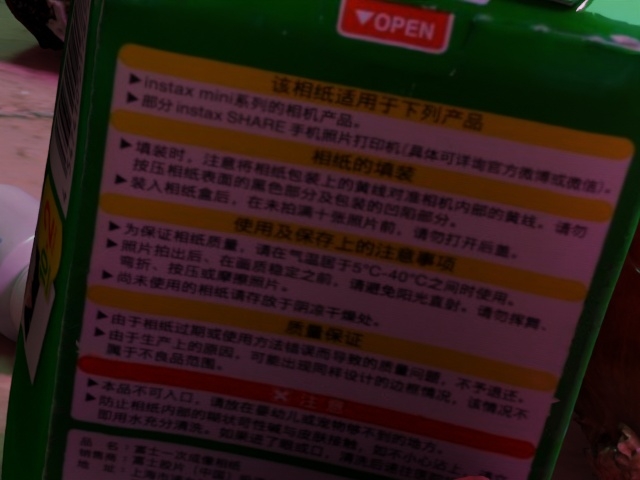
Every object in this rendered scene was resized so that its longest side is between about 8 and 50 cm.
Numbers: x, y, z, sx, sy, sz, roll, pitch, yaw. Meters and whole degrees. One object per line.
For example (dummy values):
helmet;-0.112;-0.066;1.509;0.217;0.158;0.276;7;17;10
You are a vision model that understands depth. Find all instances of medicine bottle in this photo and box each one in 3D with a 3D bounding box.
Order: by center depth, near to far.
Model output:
medicine bottle;-0.117;0.015;0.769;0.052;0.052;0.089;-5;25;-36

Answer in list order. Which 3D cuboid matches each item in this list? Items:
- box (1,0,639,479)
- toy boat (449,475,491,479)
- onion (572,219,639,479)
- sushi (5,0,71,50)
box;0.000;0.000;0.583;0.180;0.250;0.103;12;35;-2
toy boat;-0.016;0.114;0.495;0.318;0.099;0.141;-5;-3;-37
onion;0.152;0.037;0.713;0.230;0.163;0.230;24;-9;4
sushi;-0.102;-0.179;1.198;0.126;0.136;0.225;18;14;13
